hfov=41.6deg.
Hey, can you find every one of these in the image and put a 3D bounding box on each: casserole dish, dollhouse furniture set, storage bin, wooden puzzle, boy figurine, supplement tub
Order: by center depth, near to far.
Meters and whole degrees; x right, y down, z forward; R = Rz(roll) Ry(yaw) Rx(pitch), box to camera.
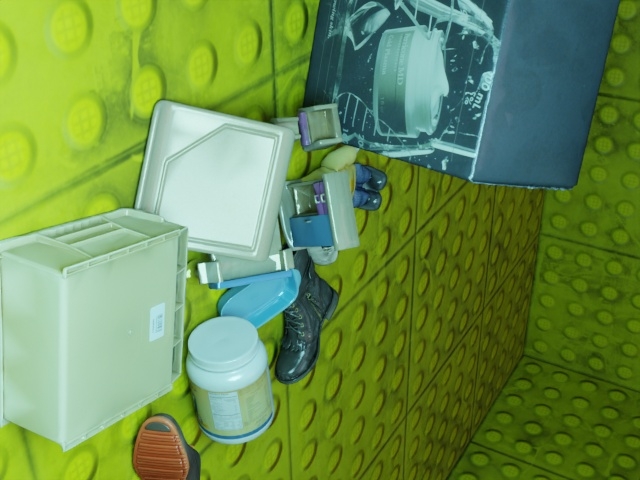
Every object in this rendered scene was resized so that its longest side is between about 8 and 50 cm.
[{"bbox_3d":[-0.308,0.111,1.175,0.260,0.123,0.262,-25,125,-57],"label":"storage bin"},{"bbox_3d":[-0.168,-0.090,1.323,0.239,0.044,0.221,9,98,-27],"label":"wooden puzzle"},{"bbox_3d":[-0.124,-0.076,1.494,0.303,0.198,0.286,-11,94,-28],"label":"dollhouse furniture set"},{"bbox_3d":[-0.162,0.250,1.508,0.144,0.144,0.199,-46,142,-43],"label":"supplement tub"},{"bbox_3d":[-0.120,0.108,1.575,0.188,0.037,0.114,-35,138,-21],"label":"casserole dish"},{"bbox_3d":[0.047,-0.122,1.768,0.285,0.092,0.177,-1,108,-66],"label":"boy figurine"}]

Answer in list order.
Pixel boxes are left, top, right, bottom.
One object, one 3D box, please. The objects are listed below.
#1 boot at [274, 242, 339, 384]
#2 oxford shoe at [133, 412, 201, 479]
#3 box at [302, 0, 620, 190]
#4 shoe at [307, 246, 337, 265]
[{"bbox_3d":[-0.065,0.139,1.722,0.229,0.091,0.263,54,52,-51],"label":"boot"},{"bbox_3d":[-0.262,0.385,1.476,0.098,0.097,0.271,-73,167,-52],"label":"oxford shoe"},{"bbox_3d":[0.240,-0.376,1.503,0.297,0.472,0.480,-1,106,-40],"label":"box"},{"bbox_3d":[0.000,0.000,1.777,0.076,0.058,0.219,-66,152,-16],"label":"shoe"}]
